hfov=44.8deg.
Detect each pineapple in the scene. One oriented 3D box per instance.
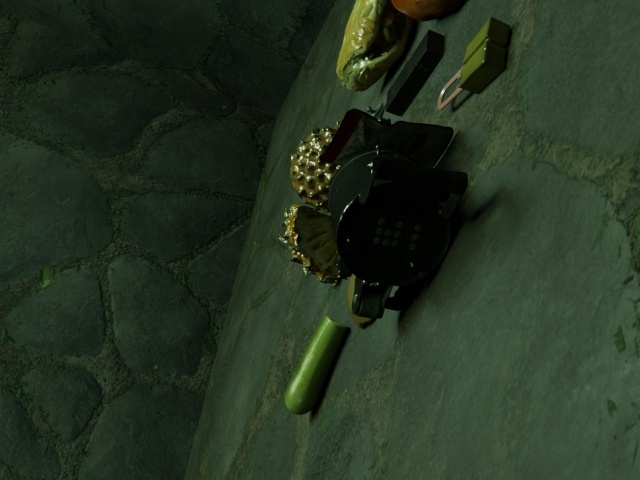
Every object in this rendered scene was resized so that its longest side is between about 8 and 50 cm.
[{"bbox_3d":[0.000,0.000,2.011,0.186,0.236,0.114,-34,6,-14],"label":"pineapple"},{"bbox_3d":[0.092,-0.188,1.840,0.357,0.223,0.222,-12,57,54],"label":"pineapple"}]

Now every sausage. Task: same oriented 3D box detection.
[{"bbox_3d":[0.258,-0.608,1.840,0.268,0.141,0.153,-138,68,-76],"label":"sausage"}]

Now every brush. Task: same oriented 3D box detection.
[{"bbox_3d":[0.287,-0.323,1.514,0.233,0.047,0.103,133,154,-64],"label":"brush"}]

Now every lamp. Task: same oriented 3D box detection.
[{"bbox_3d":[0.122,-0.061,1.440,0.272,0.205,0.374,-91,13,-47],"label":"lamp"}]

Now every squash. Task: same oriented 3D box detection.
[{"bbox_3d":[-0.011,0.291,1.800,0.250,0.083,0.083,-65,13,9],"label":"squash"}]

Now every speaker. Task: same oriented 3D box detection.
[{"bbox_3d":[0.227,-0.404,1.887,0.218,0.044,0.082,125,160,-49],"label":"speaker"}]

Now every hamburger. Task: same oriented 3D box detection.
[{"bbox_3d":[0.164,-0.579,2.152,0.329,0.162,0.209,-69,15,-1],"label":"hamburger"}]

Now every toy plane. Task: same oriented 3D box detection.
[{"bbox_3d":[0.116,-0.281,2.146,0.226,0.058,0.226,32,103,61],"label":"toy plane"}]

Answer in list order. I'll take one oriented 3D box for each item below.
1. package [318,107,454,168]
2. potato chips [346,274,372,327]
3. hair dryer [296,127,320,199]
[{"bbox_3d":[0.132,-0.183,1.530,0.154,0.239,0.030,122,146,-43],"label":"package"},{"bbox_3d":[0.099,0.081,1.675,0.195,0.062,0.208,-108,41,-67],"label":"potato chips"},{"bbox_3d":[0.048,-0.283,2.384,0.302,0.116,0.244,-40,31,45],"label":"hair dryer"}]
